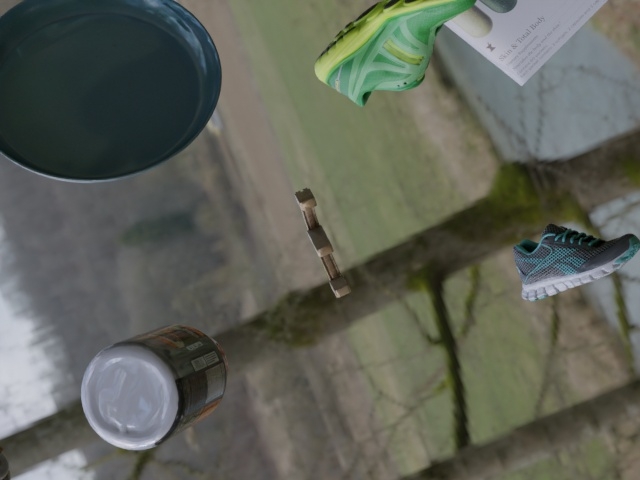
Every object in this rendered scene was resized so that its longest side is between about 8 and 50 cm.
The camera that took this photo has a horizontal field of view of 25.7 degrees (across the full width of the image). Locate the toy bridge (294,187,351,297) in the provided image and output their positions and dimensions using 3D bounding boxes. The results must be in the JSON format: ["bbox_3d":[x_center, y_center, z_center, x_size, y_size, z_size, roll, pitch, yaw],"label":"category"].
[{"bbox_3d":[0.000,0.000,2.065,0.063,0.026,0.188,-119,6,-55],"label":"toy bridge"}]

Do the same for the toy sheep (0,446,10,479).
[{"bbox_3d":[-0.377,0.263,1.503,0.091,0.091,0.132,-110,33,-59],"label":"toy sheep"}]

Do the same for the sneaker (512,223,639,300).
[{"bbox_3d":[0.279,0.013,1.573,0.065,0.166,0.076,-25,-88,-48],"label":"sneaker"}]

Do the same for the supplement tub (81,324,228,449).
[{"bbox_3d":[-0.173,0.155,1.531,0.117,0.117,0.190,68,-166,2],"label":"supplement tub"}]

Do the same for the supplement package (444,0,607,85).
[{"bbox_3d":[0.263,-0.413,2.092,0.263,0.199,0.198,35,-153,-18],"label":"supplement package"}]

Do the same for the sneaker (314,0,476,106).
[{"bbox_3d":[0.121,-0.283,1.949,0.123,0.295,0.109,44,-133,-16],"label":"sneaker"}]

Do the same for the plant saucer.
[{"bbox_3d":[-0.283,-0.195,1.771,0.044,0.317,0.317,96,157,-58],"label":"plant saucer"}]
